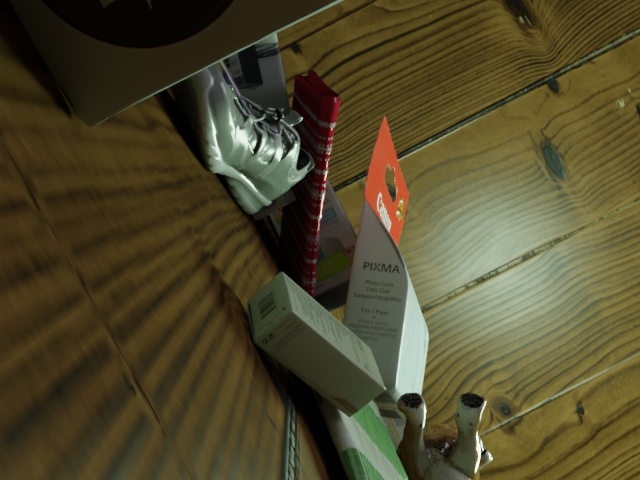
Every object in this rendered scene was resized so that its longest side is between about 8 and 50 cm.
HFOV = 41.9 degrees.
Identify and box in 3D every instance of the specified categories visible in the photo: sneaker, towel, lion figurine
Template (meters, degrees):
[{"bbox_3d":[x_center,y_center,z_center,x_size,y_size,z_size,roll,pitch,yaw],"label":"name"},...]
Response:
[{"bbox_3d":[-0.080,-0.127,0.926,0.105,0.115,0.281,63,2,18],"label":"sneaker"},{"bbox_3d":[-0.017,-0.082,1.137,0.199,0.031,0.275,-119,-147,-66],"label":"towel"},{"bbox_3d":[0.166,0.333,0.968,0.392,0.142,0.240,-94,-179,-60],"label":"lion figurine"},{"bbox_3d":[0.052,0.229,0.753,0.248,0.038,0.325,59,6,-49],"label":"towel"}]

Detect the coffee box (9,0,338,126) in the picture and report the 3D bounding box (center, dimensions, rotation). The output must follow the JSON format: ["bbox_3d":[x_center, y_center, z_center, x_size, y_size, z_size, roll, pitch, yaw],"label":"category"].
[{"bbox_3d":[-0.024,-0.313,0.485,0.338,0.334,0.338,63,22,-15],"label":"coffee box"}]

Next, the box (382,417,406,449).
[{"bbox_3d":[0.180,0.399,1.542,0.183,0.056,0.231,60,2,-37],"label":"box"}]

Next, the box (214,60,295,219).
[{"bbox_3d":[-0.132,-0.177,1.045,0.324,0.063,0.067,62,3,-27],"label":"box"}]

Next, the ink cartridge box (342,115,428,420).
[{"bbox_3d":[0.119,0.055,1.249,0.308,0.091,0.385,57,42,-67],"label":"ink cartridge box"}]

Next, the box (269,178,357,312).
[{"bbox_3d":[0.000,0.000,1.350,0.203,0.114,0.103,65,4,23],"label":"box"}]

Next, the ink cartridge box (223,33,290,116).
[{"bbox_3d":[-0.136,-0.312,1.157,0.197,0.114,0.273,-116,-168,-47],"label":"ink cartridge box"}]

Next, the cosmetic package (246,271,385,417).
[{"bbox_3d":[-0.004,0.084,0.665,0.115,0.041,0.060,43,13,-27],"label":"cosmetic package"}]
